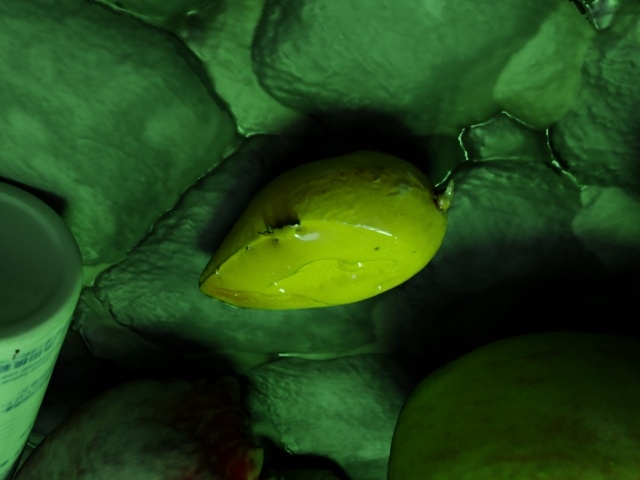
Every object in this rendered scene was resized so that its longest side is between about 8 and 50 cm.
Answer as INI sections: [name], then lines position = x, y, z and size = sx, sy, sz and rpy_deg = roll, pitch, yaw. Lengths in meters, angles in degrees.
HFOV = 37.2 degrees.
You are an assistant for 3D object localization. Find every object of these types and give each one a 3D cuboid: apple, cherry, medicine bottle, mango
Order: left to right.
[medicine bottle]
position = -0.263, 0.111, 0.666
size = 0.130, 0.130, 0.341
rpy_deg = 18, 136, -13
[cherry]
position = -0.142, 0.212, 0.702
size = 0.250, 0.175, 0.192
rpy_deg = -29, 97, 10
[mango]
position = 0.000, 0.000, 0.566
size = 0.101, 0.066, 0.187
rpy_deg = 30, 138, -35
[apple]
position = 0.150, 0.177, 0.603
size = 0.226, 0.246, 0.246
rpy_deg = 8, 137, -1

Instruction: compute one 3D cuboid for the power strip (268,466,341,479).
[power strip]
position = 0.028, 0.309, 0.901
size = 0.092, 0.066, 0.387
rpy_deg = -11, 137, 20
